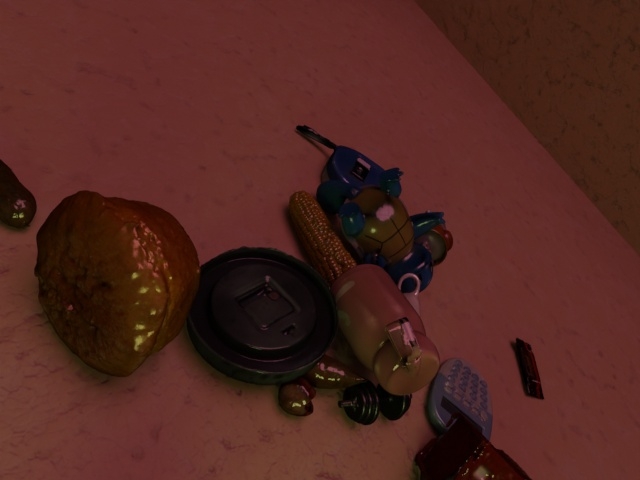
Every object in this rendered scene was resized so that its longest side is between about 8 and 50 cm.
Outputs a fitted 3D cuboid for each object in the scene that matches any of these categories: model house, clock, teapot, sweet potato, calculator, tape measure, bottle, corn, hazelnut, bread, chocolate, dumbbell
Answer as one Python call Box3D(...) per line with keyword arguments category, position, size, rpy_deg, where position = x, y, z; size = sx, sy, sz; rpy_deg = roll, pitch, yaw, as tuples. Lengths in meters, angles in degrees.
Box3D(category="model house", position=(0.351, 0.513, 1.014), size=(0.254, 0.160, 0.196), rpy_deg=(39, -2, 1))
Box3D(category="clock", position=(-0.122, 0.149, 1.037), size=(0.324, 0.067, 0.325), rpy_deg=(12, 43, -11))
Box3D(category="teapot", position=(0.217, 0.197, 1.248), size=(0.092, 0.145, 0.227), rpy_deg=(1, 89, 3))
Box3D(category="sweet potato", position=(-0.632, -0.116, 0.945), size=(0.233, 0.062, 0.081), rpy_deg=(42, 43, 5))
Box3D(category="calculator", position=(0.354, 0.423, 1.235), size=(0.188, 0.042, 0.303), rpy_deg=(41, 42, -2))
Box3D(category="tape measure", position=(0.054, -0.233, 1.523), size=(0.351, 0.098, 0.215), rpy_deg=(32, 42, -7))
Box3D(category="bottle", position=(0.136, 0.189, 1.088), size=(0.172, 0.207, 0.297), rpy_deg=(-21, 40, -9))
Box3D(category="corn", position=(-0.003, 0.001, 1.286), size=(0.101, 0.102, 0.313), rpy_deg=(-12, 61, -42))
Box3D(category="sweet potato", position=(-0.033, 0.268, 1.059), size=(0.269, 0.075, 0.075), rpy_deg=(21, 43, 4))
Box3D(category="hazelnut", position=(-0.045, 0.319, 1.006), size=(0.086, 0.086, 0.087), rpy_deg=(20, 46, -22))
Box3D(category="bread", position=(-0.349, 0.068, 0.834), size=(0.312, 0.312, 0.172), rpy_deg=(51, 29, 10))
Box3D(category="chocolate", position=(0.629, 0.385, 1.482), size=(0.086, 0.028, 0.183), rpy_deg=(23, 46, -30))
Box3D(category="dumbbell", position=(0.125, 0.352, 1.083), size=(0.208, 0.099, 0.099), rpy_deg=(6, 53, -34))

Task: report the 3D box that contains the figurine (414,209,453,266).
Box3D(category="figurine", position=(0.330, -0.011, 1.528), size=(0.143, 0.143, 0.271), rpy_deg=(28, 24, -14))

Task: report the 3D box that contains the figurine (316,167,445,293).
Box3D(category="figurine", position=(0.153, -0.030, 1.325), size=(0.416, 0.243, 0.298), rpy_deg=(45, 60, 5))
